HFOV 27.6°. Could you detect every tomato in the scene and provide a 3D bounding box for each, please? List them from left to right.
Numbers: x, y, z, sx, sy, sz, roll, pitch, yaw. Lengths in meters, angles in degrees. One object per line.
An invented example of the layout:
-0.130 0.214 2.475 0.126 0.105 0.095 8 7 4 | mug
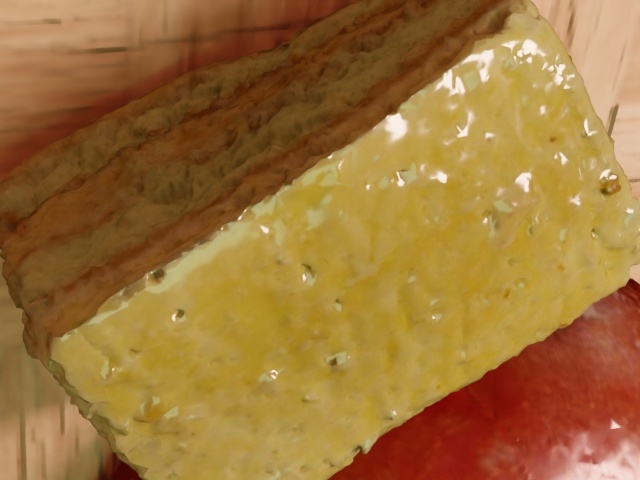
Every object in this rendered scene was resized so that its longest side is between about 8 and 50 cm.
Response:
0.059 0.171 0.578 0.338 0.143 0.338 -14 129 -18 | tomato

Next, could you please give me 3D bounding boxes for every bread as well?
0.000 0.000 0.442 0.196 0.102 0.138 -32 135 -3 | bread
